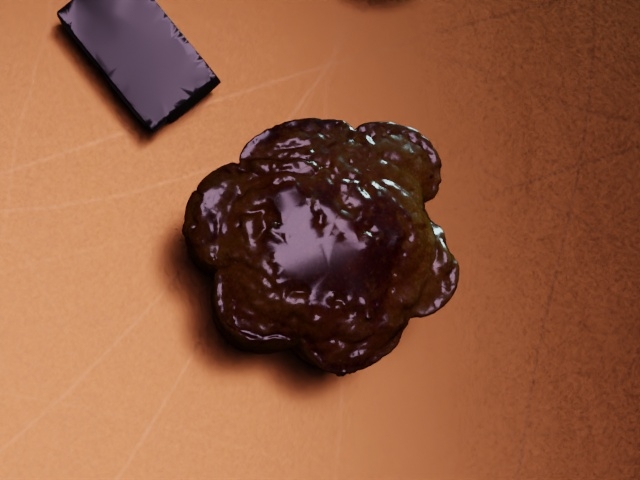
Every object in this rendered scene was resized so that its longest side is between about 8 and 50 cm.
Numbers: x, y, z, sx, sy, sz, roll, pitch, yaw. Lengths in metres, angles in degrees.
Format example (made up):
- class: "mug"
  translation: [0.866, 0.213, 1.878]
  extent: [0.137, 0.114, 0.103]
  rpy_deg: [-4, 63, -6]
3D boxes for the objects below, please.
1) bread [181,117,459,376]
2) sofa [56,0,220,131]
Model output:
- class: "bread"
  translation: [-0.004, 0.012, 1.702]
  extent: [0.247, 0.135, 0.232]
  rpy_deg: [-7, 80, -16]
- class: "sofa"
  translation: [-0.171, -0.181, 1.754]
  extent: [0.085, 0.060, 0.147]
  rpy_deg: [-40, 89, -2]
